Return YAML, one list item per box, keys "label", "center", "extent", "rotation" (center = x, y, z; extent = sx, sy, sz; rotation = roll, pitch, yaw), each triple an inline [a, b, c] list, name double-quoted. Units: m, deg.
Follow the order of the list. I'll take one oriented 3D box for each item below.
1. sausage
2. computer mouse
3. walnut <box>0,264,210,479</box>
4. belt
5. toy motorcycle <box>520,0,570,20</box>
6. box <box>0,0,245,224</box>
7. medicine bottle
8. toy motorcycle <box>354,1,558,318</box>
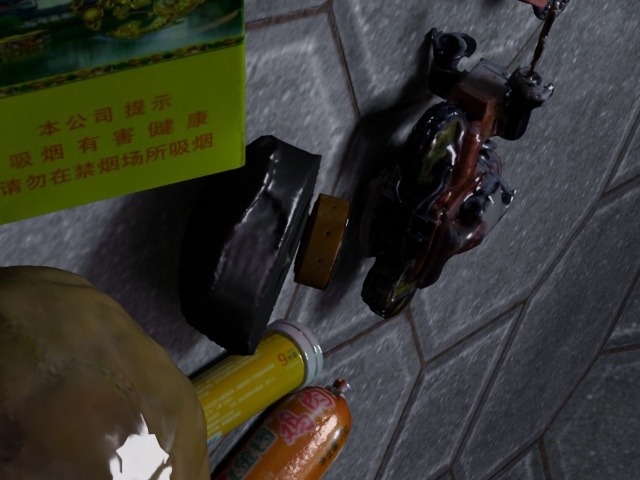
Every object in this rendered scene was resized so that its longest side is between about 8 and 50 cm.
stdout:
- label: "sausage"
  center: [-0.065, 0.265, 1.727]
  extent: [0.312, 0.093, 0.093]
  rotation: [-49, 157, -22]
- label: "computer mouse"
  center: [-0.067, 0.005, 1.381]
  extent: [0.295, 0.087, 0.168]
  rotation: [95, 16, -77]
- label: "walnut"
  center: [-0.240, 0.174, 0.912]
  extent: [0.381, 0.381, 0.381]
  rotation: [-46, 156, -28]
- label: "belt"
  center: [0.000, 0.000, 1.407]
  extent: [0.059, 0.036, 0.083]
  rotation: [-91, -162, -72]
- label: "toy motorcycle"
  center: [0.207, -0.303, 1.550]
  extent: [0.171, 0.089, 0.298]
  rotation: [-63, 157, 10]
- label: "box"
  center: [-0.137, -0.147, 0.955]
  extent: [0.187, 0.047, 0.335]
  rotation: [-14, 142, -13]
- label: "medicine bottle"
  center: [-0.088, 0.147, 1.543]
  extent: [0.218, 0.074, 0.074]
  rotation: [-30, 145, -48]
- label: "toy motorcycle"
  center: [0.140, -0.097, 1.626]
  extent: [0.207, 0.134, 0.401]
  rotation: [-42, 155, -37]
